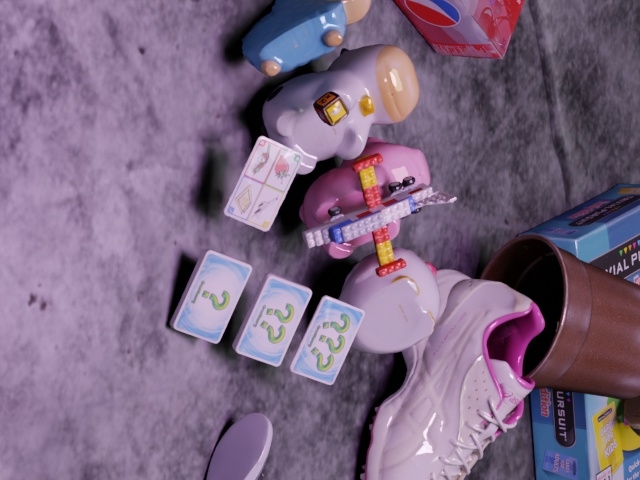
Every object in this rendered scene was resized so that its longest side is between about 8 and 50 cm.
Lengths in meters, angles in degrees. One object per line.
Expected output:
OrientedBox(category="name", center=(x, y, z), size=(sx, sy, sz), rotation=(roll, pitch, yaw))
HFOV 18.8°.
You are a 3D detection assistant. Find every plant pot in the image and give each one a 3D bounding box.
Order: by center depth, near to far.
OrientedBox(category="plant pot", center=(0.269, 0.093, 2.046), size=(0.165, 0.167, 0.167), rotation=(17, 79, -30))

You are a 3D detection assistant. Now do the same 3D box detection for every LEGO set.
OrientedBox(category="LEGO set", center=(0.000, 0.000, 1.691), size=(0.182, 0.060, 0.244), rotation=(23, 94, -31))

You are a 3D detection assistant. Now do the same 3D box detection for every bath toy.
OrientedBox(category="bath toy", center=(0.034, -0.063, 1.791), size=(0.151, 0.129, 0.348), rotation=(-18, 114, -4))

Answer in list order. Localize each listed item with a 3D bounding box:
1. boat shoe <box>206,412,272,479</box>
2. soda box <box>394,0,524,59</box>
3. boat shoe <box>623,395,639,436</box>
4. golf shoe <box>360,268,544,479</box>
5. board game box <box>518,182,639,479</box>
OrientedBox(category="boat shoe", center=(-0.077, 0.224, 1.729), size=(0.040, 0.049, 0.142), rotation=(43, 66, -54))
OrientedBox(category="soda box", center=(0.105, -0.285, 1.889), size=(0.263, 0.083, 0.092), rotation=(45, 59, -48))
OrientedBox(category="boat shoe", center=(0.421, 0.166, 2.249), size=(0.223, 0.080, 0.073), rotation=(-50, 127, -46))
OrientedBox(category="golf shoe", center=(0.133, 0.178, 1.936), size=(0.115, 0.140, 0.306), rotation=(30, 71, -53))
OrientedBox(category="board game box", center=(0.337, 0.126, 2.265), size=(0.254, 0.079, 0.336), rotation=(-24, 113, -51))
